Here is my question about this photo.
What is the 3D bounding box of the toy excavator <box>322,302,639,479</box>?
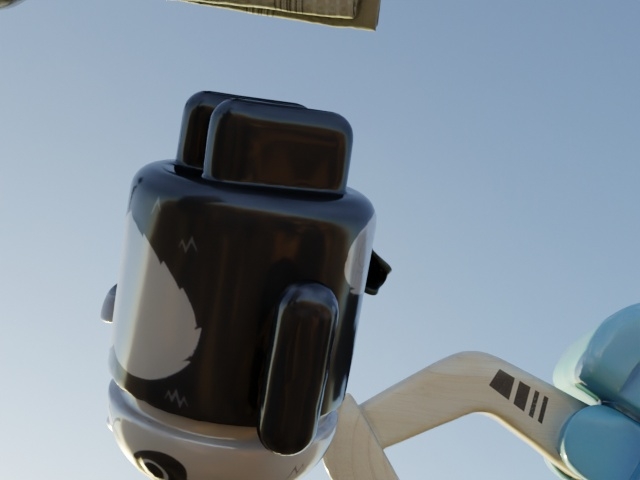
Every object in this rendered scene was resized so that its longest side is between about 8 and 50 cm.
[{"bbox_3d":[0.280,0.186,0.935,0.445,0.432,0.222,34,-13,12],"label":"toy excavator"}]

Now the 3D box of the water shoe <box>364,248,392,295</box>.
[{"bbox_3d":[0.000,0.000,0.854,0.203,0.080,0.072,21,-80,-50],"label":"water shoe"}]

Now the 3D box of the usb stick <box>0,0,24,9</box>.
[{"bbox_3d":[-0.213,-0.112,0.418,0.278,0.077,0.045,-26,-63,-10],"label":"usb stick"}]

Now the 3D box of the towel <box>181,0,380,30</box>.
[{"bbox_3d":[-0.052,-0.455,1.163,0.325,0.056,0.312,9,-75,6],"label":"towel"}]

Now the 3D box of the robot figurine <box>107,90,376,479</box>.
[{"bbox_3d":[-0.059,0.041,0.608,0.174,0.209,0.278,12,-79,11],"label":"robot figurine"}]

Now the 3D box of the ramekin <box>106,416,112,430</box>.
[{"bbox_3d":[-0.170,0.218,1.280,0.273,0.273,0.127,-34,-82,38],"label":"ramekin"}]

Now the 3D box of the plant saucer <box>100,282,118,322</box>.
[{"bbox_3d":[-0.182,0.051,1.029,0.169,0.168,0.029,-12,-76,19],"label":"plant saucer"}]
